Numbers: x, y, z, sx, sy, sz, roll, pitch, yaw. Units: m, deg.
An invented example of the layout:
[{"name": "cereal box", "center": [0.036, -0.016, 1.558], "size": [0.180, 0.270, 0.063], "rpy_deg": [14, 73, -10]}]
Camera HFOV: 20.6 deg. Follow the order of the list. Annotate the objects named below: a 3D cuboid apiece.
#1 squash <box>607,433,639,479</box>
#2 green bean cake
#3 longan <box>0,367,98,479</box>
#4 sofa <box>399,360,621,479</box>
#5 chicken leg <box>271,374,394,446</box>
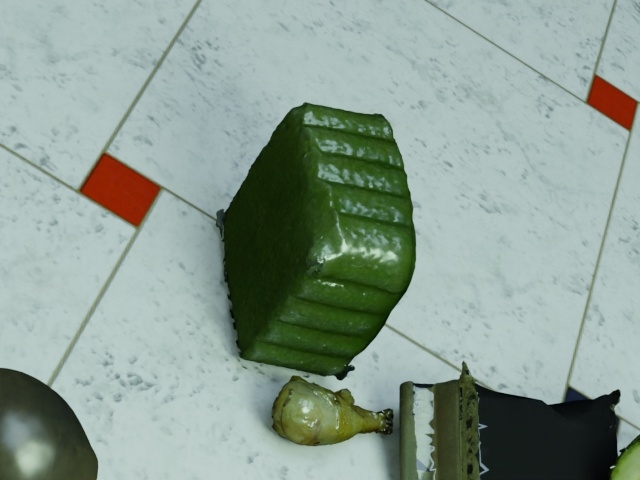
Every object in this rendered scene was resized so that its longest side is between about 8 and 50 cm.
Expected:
[{"name": "squash", "center": [0.451, 0.270, 1.991], "size": [0.260, 0.189, 0.189], "rpy_deg": [-15, 62, -51]}, {"name": "green bean cake", "center": [0.000, 0.000, 2.029], "size": [0.156, 0.250, 0.247], "rpy_deg": [12, 47, -26]}, {"name": "longan", "center": [-0.306, 0.207, 1.705], "size": [0.187, 0.167, 0.167], "rpy_deg": [38, 36, -34]}, {"name": "sofa", "center": [0.213, 0.267, 2.039], "size": [0.258, 0.182, 0.200], "rpy_deg": [11, 65, -27]}, {"name": "chicken leg", "center": [0.014, 0.195, 2.009], "size": [0.178, 0.070, 0.093], "rpy_deg": [10, 42, -37]}]
